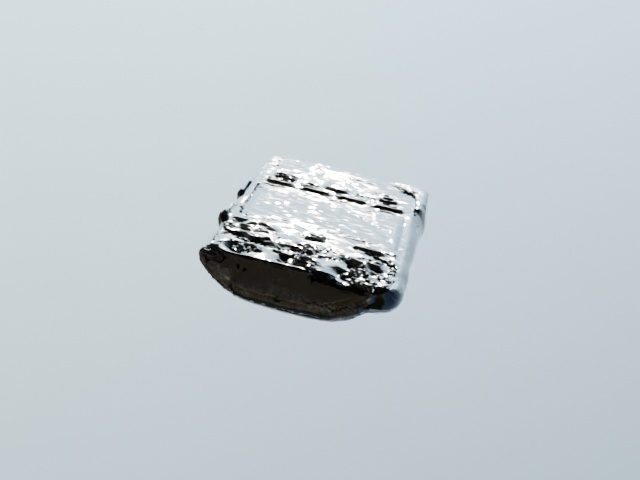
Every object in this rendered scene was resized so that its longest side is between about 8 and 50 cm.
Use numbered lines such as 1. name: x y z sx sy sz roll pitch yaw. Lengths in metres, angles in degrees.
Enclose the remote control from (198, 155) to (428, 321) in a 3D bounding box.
1. remote control: 0.000 0.000 0.395 0.096 0.039 0.014 -62 166 -77
